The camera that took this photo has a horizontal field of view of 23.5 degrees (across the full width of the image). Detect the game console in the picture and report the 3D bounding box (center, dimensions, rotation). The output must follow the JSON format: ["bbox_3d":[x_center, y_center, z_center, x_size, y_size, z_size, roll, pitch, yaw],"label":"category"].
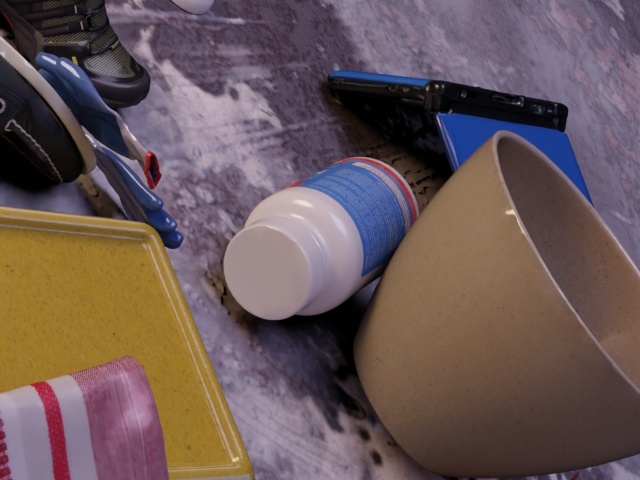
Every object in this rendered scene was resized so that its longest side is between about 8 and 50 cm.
[{"bbox_3d":[0.174,-0.096,1.830,0.293,0.250,0.173,3,96,-52],"label":"game console"}]

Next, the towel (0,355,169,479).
[{"bbox_3d":[-0.203,0.219,0.958,0.329,0.037,0.237,-14,90,-52],"label":"towel"}]

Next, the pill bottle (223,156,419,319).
[{"bbox_3d":[0.000,0.000,1.478,0.124,0.124,0.221,53,29,4],"label":"pill bottle"}]

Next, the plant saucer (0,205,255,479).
[{"bbox_3d":[-0.192,0.096,1.165,0.333,0.081,0.332,7,52,-51],"label":"plant saucer"}]

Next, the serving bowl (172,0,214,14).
[{"bbox_3d":[-0.145,-0.289,1.690,0.083,0.027,0.083,35,34,-27],"label":"serving bowl"}]

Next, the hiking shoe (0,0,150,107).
[{"bbox_3d":[-0.232,-0.218,1.412,0.227,0.114,0.086,42,32,-15],"label":"hiking shoe"}]

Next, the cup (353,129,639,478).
[{"bbox_3d":[0.172,0.095,1.469,0.331,0.237,0.331,46,22,-24],"label":"cup"}]

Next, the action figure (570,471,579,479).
[{"bbox_3d":[0.238,0.336,1.431,0.280,0.139,0.091,48,30,0],"label":"action figure"}]

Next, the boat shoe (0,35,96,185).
[{"bbox_3d":[-0.308,-0.136,1.219,0.127,0.113,0.340,28,-18,39],"label":"boat shoe"}]

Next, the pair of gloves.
[{"bbox_3d":[-0.179,-0.071,1.310,0.159,0.023,0.198,45,-18,25],"label":"pair of gloves"}]
